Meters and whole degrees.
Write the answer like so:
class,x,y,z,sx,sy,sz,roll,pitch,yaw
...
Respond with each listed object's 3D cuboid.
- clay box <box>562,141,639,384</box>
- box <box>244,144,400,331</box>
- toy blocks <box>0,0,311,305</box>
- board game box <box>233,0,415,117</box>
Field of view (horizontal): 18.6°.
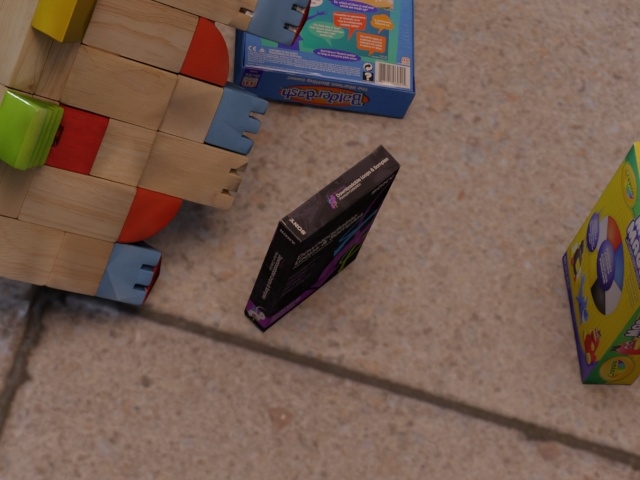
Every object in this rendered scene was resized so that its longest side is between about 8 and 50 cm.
class,x,y,z,sx,sy,sz,roll,pitch,yaw
clay box,0.261,0.014,1.602,0.053,0.222,0.127,1,60,-11
box,0.000,0.000,1.589,0.116,0.162,0.029,-38,74,-28
toy blocks,-0.164,-0.104,1.563,0.261,0.381,0.191,15,10,-41
board game box,0.005,-0.220,1.781,0.160,0.047,0.210,8,60,-11
